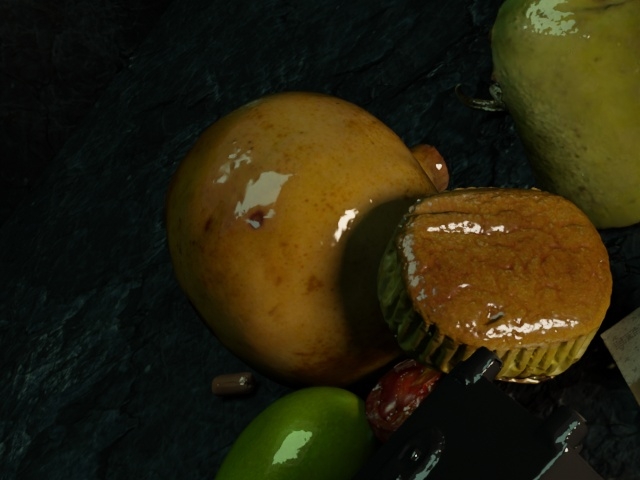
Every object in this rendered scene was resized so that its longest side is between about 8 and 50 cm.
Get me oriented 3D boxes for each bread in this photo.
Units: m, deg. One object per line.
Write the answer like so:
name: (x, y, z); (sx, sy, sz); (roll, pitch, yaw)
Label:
bread: (0.195, 0.044, 1.491); (0.142, 0.254, 0.227); (116, 154, -55)

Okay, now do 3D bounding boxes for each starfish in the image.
starfish: (0.303, -0.266, 1.997); (0.190, 0.074, 0.146); (-48, 28, -7)

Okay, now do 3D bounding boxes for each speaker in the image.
speaker: (0.170, 0.275, 1.297); (0.254, 0.184, 0.232); (-47, 27, -3)

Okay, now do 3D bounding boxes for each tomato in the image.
tomato: (0.137, 0.200, 1.546); (0.159, 0.091, 0.139); (-9, 35, 37)

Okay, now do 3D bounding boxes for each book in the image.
book: (0.386, 0.118, 1.401); (0.138, 0.016, 0.198); (-37, 28, 13)

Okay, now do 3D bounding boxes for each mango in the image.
mango: (-0.043, 0.290, 1.611); (0.273, 0.149, 0.185); (-44, 29, 11)

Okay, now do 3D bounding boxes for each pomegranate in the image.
pomegranate: (0.000, 0.000, 1.730); (0.417, 0.416, 0.416); (-33, 29, 21)

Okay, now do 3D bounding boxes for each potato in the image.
potato: (0.374, -0.215, 1.607); (0.330, 0.280, 0.213); (-48, 25, -11)

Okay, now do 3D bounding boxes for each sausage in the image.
sausage: (-0.130, 0.215, 1.961); (0.083, 0.034, 0.034); (-13, 40, 45)
